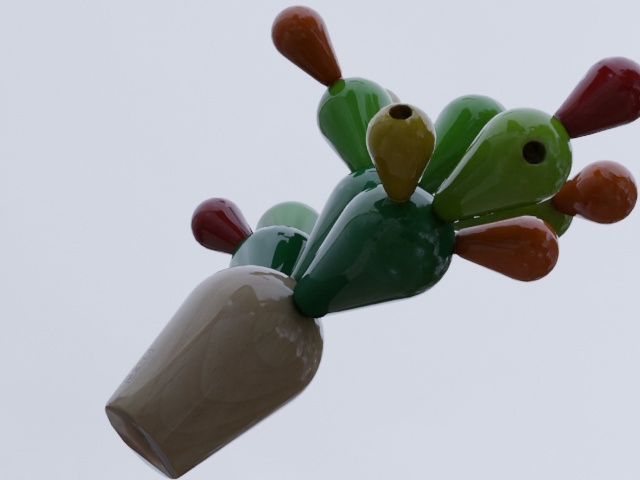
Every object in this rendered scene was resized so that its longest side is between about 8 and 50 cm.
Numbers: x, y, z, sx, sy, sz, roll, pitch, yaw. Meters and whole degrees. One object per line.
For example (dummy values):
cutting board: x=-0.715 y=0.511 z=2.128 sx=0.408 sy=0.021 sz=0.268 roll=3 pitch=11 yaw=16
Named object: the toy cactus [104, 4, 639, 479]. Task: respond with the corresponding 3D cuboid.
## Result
toy cactus: x=0.000 y=0.000 z=0.599 sx=0.112 sy=0.180 sz=0.219 roll=55 pitch=-24 yaw=-19
